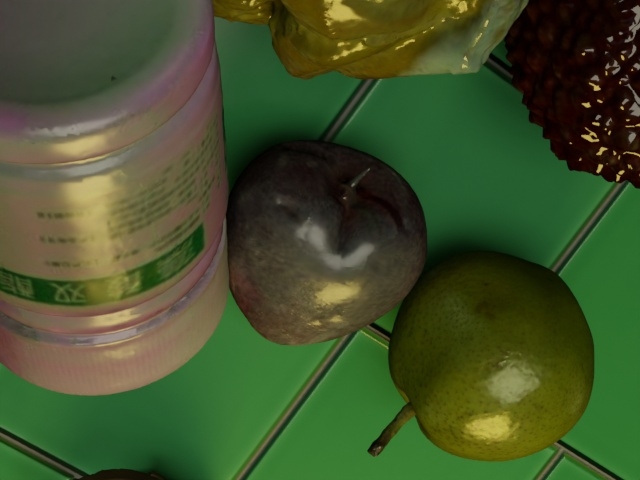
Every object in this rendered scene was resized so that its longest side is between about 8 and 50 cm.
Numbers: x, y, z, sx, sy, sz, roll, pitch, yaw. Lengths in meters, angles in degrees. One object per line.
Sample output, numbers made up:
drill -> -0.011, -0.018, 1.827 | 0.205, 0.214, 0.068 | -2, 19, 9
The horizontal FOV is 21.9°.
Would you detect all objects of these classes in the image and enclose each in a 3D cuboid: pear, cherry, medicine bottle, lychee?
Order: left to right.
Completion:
medicine bottle -> -0.172, -0.055, 1.166 | 0.212, 0.212, 0.325 | -11, 146, -9
cherry -> 0.003, 0.002, 1.347 | 0.176, 0.140, 0.176 | 0, 132, -1
pear -> 0.125, 0.109, 1.398 | 0.216, 0.180, 0.166 | -32, 159, 0
lychee -> 0.277, -0.177, 1.291 | 0.264, 0.300, 0.264 | 17, 138, 16

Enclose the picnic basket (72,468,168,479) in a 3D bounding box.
picnic basket -> -0.160, 0.258, 1.401 | 0.178, 0.138, 0.128 | 29, 102, -28

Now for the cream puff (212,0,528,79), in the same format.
cream puff -> 0.012, -0.283, 1.186 | 0.378, 0.275, 0.378 | 2, 76, -8
